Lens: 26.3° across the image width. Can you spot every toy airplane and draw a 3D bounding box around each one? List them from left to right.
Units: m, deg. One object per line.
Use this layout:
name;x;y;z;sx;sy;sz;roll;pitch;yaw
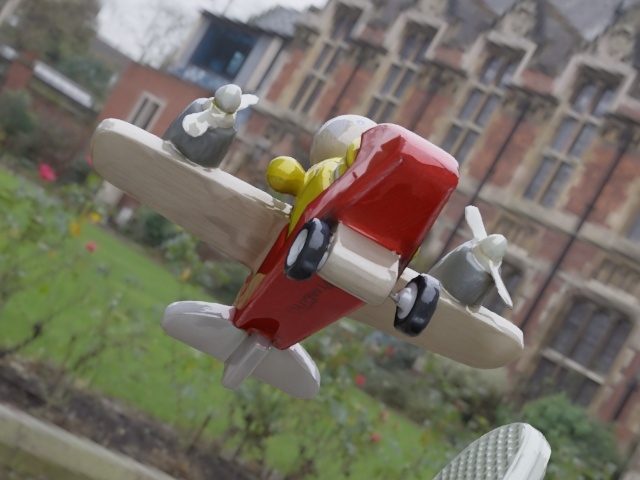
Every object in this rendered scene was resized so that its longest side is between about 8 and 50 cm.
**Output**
toy airplane;0.000;0.000;1.403;0.384;0.272;0.386;3;-33;24

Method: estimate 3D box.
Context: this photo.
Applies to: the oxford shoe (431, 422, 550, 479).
oxford shoe;0.092;0.365;1.185;0.130;0.449;0.169;34;-20;-10
